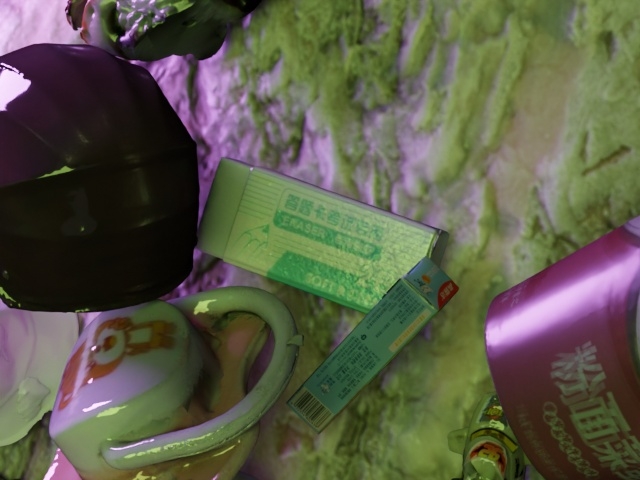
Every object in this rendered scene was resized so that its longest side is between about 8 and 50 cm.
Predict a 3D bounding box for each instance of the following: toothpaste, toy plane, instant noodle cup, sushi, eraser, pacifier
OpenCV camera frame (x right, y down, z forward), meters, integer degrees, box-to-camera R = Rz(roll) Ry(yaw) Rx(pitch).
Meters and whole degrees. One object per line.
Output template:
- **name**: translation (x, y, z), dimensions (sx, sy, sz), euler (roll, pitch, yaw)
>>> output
- **toothpaste**: translation (0.048, 0.089, 1.422), dimensions (0.044, 0.070, 0.193), euler (44, 127, 4)
- **toy plane**: translation (0.143, 0.272, 1.400), dimensions (0.092, 0.108, 0.286), euler (7, 101, 18)
- **instant noodle cup**: translation (0.255, 0.096, 1.310), dimensions (0.178, 0.234, 0.235), euler (-25, 79, 26)
- **sushi**: translation (-0.088, -0.273, 1.501), dimensions (0.332, 0.124, 0.130), euler (-39, 64, 14)
- **eraser**: translation (0.000, 0.000, 1.488), dimensions (0.225, 0.052, 0.096), euler (20, 96, 19)
- **pacifier**: translation (-0.138, 0.173, 1.432), dimensions (0.220, 0.332, 0.273), euler (7, 123, -2)

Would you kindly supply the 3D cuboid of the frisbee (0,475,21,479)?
- **frisbee**: translation (-0.375, 0.249, 1.627), dimensions (0.187, 0.012, 0.211), euler (-44, 74, 13)

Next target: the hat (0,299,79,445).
- **hat**: translation (-0.343, 0.096, 1.561), dimensions (0.203, 0.126, 0.203), euler (-3, 81, 17)

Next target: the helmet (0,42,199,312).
- **helmet**: translation (-0.228, -0.084, 1.451), dimensions (0.305, 0.225, 0.177), euler (51, 145, 32)
